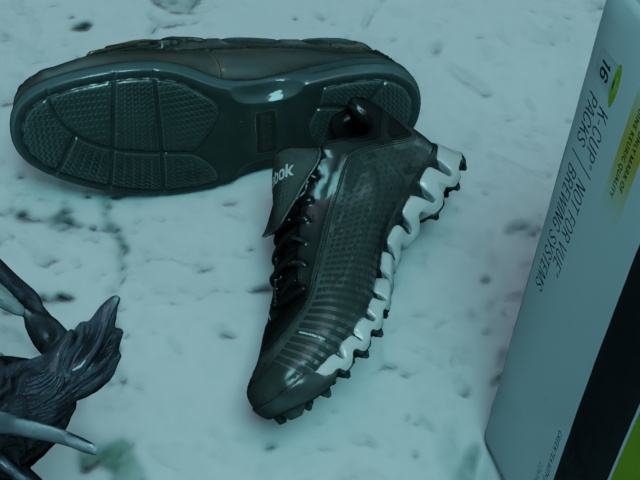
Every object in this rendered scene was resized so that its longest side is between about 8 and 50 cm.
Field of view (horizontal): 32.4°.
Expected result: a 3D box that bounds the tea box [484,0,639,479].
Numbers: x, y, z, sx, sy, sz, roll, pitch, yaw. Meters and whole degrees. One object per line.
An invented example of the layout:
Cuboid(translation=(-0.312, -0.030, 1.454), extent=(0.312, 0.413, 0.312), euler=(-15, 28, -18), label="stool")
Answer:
Cuboid(translation=(0.248, 0.097, 0.460), extent=(0.220, 0.329, 0.323), euler=(-10, 48, -13), label="tea box")

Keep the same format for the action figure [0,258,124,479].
Cuboid(translation=(-0.189, 0.067, 0.493), extent=(0.141, 0.276, 0.164), euler=(39, 72, -19), label="action figure")

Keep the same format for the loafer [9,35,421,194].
Cuboid(translation=(-0.070, -0.092, 0.731), extent=(0.268, 0.096, 0.084), euler=(-5, 38, -18), label="loafer")

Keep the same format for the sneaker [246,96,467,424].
Cuboid(translation=(0.000, 0.000, 0.658), extent=(0.106, 0.078, 0.234), euler=(41, 54, -12), label="sneaker")
